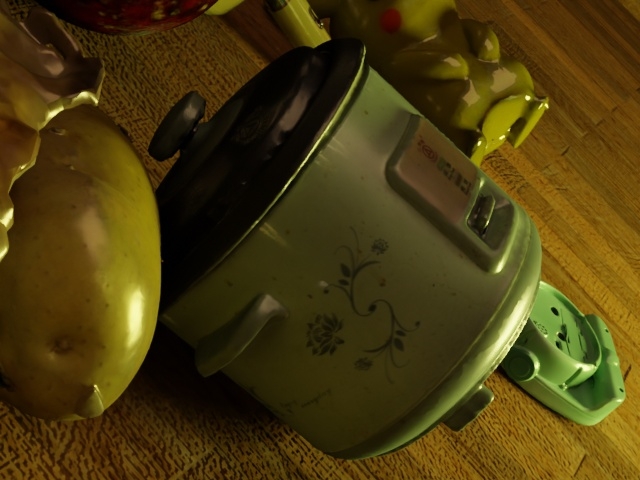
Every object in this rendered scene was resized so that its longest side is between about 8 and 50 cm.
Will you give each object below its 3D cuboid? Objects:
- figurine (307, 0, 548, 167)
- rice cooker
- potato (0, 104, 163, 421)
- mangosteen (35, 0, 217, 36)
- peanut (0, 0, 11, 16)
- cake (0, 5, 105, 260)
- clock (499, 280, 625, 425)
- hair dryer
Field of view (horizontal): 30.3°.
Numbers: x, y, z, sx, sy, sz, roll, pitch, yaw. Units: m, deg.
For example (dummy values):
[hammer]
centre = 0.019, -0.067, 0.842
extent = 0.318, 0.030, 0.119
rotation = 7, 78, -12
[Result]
[figurine]
centre = 0.122, -0.228, 1.435
extent = 0.218, 0.169, 0.327
rotation = -30, 81, -36
[rice cooker]
centre = 0.000, 0.000, 0.888
extent = 0.317, 0.264, 0.316
rotation = 20, 53, -29
[potato]
centre = -0.170, -0.006, 0.739
extent = 0.140, 0.173, 0.300
rotation = -11, 23, -9
[mangosteen]
centre = -0.176, -0.336, 1.078
extent = 0.311, 0.311, 0.311
rotation = 31, 31, -22
[peanut]
centre = -0.328, -0.214, 0.894
extent = 0.149, 0.149, 0.313
rotation = -10, 61, -56
[cake]
centre = -0.306, 0.009, 0.451
extent = 0.314, 0.307, 0.293
rotation = 34, 35, -21
[clock]
centre = 0.235, 0.104, 1.255
extent = 0.188, 0.060, 0.148
rotation = 31, 32, -20
[hair dryer]
centre = -0.036, -0.239, 1.330
extent = 0.278, 0.135, 0.090
rotation = 55, 26, -16
